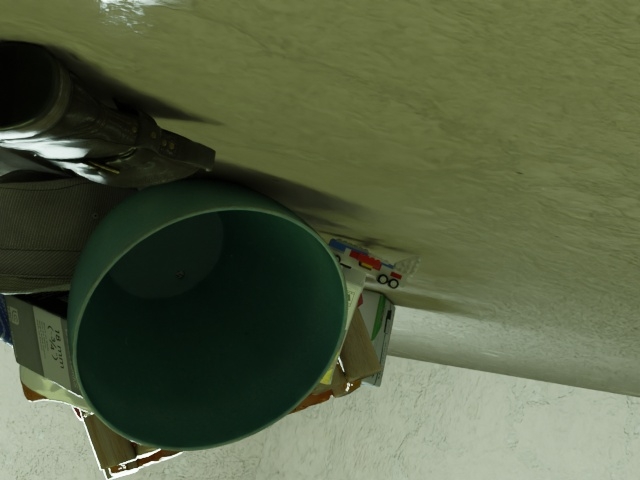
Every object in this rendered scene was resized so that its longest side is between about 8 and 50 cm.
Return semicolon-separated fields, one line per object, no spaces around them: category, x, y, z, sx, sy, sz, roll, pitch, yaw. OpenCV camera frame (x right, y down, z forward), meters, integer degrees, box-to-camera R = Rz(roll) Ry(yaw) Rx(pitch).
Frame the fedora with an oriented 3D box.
fedora;-0.310;-0.017;1.738;0.275;0.124;0.244;-3;-171;-41

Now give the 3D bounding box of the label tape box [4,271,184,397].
label tape box;-0.191;0.108;1.767;0.241;0.106;0.334;-16;-161;-34

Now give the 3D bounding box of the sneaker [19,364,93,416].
sneaker;-0.254;0.171;1.967;0.290;0.106;0.123;4;134;-18

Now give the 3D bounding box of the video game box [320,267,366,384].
video game box;-0.058;0.087;1.981;0.205;0.187;0.048;18;-145;0

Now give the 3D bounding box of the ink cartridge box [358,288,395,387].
ink cartridge box;0.064;0.165;2.517;0.087;0.153;0.208;10;174;10

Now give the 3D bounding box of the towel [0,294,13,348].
towel;-0.471;0.014;1.867;0.040;0.243;0.336;-31;156;3

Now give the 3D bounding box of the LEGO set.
LEGO set;0.000;0.000;1.806;0.182;0.060;0.244;23;180;40

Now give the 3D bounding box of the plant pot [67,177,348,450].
plant pot;-0.141;0.049;1.576;0.290;0.290;0.195;17;-160;-31

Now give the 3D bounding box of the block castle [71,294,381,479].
block castle;-0.154;0.177;2.194;0.453;0.213;0.303;-19;170;-9

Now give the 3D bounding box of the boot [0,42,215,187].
boot;-0.245;-0.090;1.212;0.263;0.091;0.229;7;171;25
